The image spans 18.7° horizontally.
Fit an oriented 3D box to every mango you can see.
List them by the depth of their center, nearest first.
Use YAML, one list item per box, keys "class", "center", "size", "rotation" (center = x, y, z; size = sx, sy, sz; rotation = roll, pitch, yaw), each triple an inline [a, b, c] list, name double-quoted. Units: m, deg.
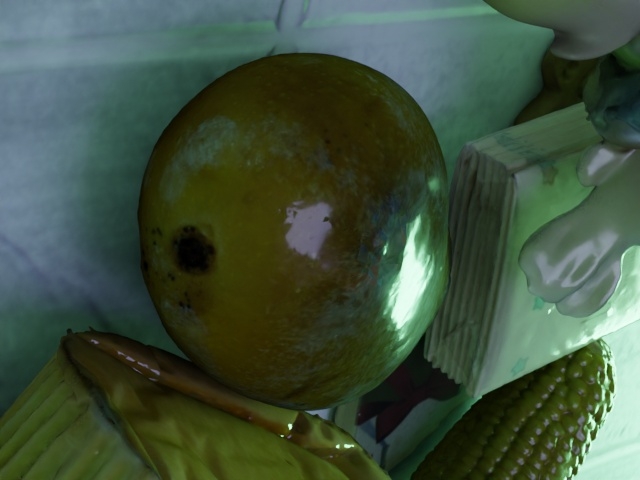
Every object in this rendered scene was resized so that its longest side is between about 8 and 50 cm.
- class: "mango"
  center: [0.000, 0.000, 1.097]
  size: [0.193, 0.146, 0.316]
  rotation: [-66, 159, -2]

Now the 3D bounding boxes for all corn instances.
- class: "corn"
  center: [0.117, 0.166, 1.337]
  size: [0.262, 0.097, 0.097]
  rotation: [-51, 143, -18]

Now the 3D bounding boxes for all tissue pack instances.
- class: "tissue pack"
  center: [0.208, -0.022, 1.327]
  size: [0.325, 0.071, 0.170]
  rotation: [-20, 131, -39]

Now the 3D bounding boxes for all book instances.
- class: "book"
  center: [0.075, 0.141, 1.372]
  size: [0.201, 0.026, 0.289]
  rotation: [-19, 128, -43]

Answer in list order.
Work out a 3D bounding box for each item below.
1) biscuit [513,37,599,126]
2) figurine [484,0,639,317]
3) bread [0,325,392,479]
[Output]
- class: "biscuit"
  center: [0.199, -0.112, 1.332]
  size: [0.184, 0.027, 0.133]
  rotation: [-48, 141, -13]
- class: "figurine"
  center: [0.196, -0.090, 1.147]
  size: [0.274, 0.226, 0.394]
  rotation: [-46, 112, 0]
- class: "bread"
  center: [-0.070, 0.174, 1.073]
  size: [0.156, 0.204, 0.288]
  rotation: [-49, 147, 15]
